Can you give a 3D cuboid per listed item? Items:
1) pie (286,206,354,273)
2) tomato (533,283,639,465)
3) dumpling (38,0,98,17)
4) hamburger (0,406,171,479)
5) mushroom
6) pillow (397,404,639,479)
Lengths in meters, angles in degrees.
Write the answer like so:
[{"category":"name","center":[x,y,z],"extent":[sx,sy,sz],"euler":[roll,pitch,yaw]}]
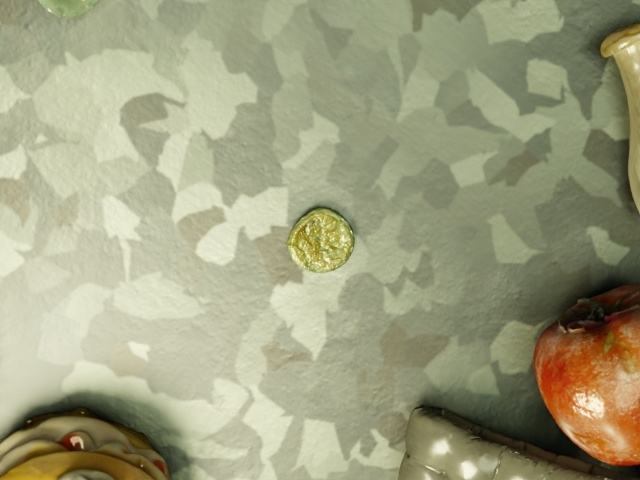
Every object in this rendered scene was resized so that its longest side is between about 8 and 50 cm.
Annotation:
[{"category":"pie","center":[0.000,0.002,1.264],"extent":[0.084,0.021,0.084],"euler":[-2,99,-10]},{"category":"tomato","center":[0.368,0.159,1.228],"extent":[0.232,0.232,0.188],"euler":[-23,102,-1]},{"category":"dumpling","center":[-0.310,-0.350,1.136],"extent":[0.108,0.152,0.219],"euler":[-3,124,37]},{"category":"hamburger","center":[-0.285,0.349,1.190],"extent":[0.277,0.237,0.276],"euler":[-2,101,-8]},{"category":"mushroom","center":[0.412,-0.145,1.245],"extent":[0.096,0.108,0.246],"euler":[-30,109,-42]},{"category":"pillow","center":[0.236,0.345,1.245],"extent":[0.326,0.101,0.228],"euler":[17,100,33]}]
